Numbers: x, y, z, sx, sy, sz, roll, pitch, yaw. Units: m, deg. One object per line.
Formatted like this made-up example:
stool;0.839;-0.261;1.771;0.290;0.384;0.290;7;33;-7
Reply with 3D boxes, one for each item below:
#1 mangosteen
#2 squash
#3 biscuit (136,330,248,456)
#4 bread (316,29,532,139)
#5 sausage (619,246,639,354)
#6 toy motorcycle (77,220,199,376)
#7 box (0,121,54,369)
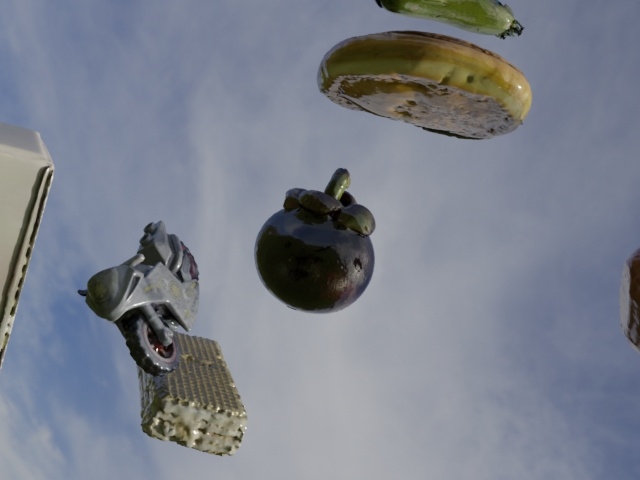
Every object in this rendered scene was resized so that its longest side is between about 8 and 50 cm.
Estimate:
mangosteen;0.000;0.000;1.141;0.194;0.194;0.230;27;-76;35
squash;0.138;-0.248;0.777;0.052;0.184;0.052;-172;-90;-66
biscuit;-0.159;0.167;0.867;0.061;0.108;0.239;-68;-160;6
bread;0.050;-0.075;0.369;0.110;0.110;0.024;3;-100;47
sausage;0.505;0.089;1.061;0.148;0.148;0.254;28;-31;34
toy motorcycle;-0.185;0.048;0.782;0.080;0.215;0.122;-30;-63;16
box;-0.317;0.007;0.319;0.065;0.344;0.200;37;-69;59
